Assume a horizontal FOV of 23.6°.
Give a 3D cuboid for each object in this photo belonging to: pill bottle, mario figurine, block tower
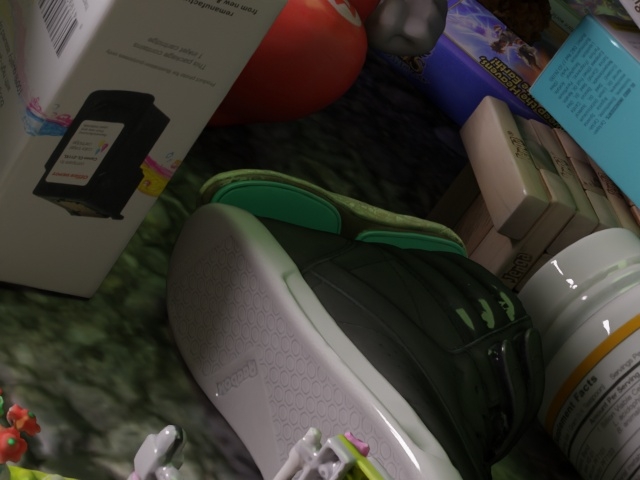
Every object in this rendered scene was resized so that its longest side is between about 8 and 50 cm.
[{"bbox_3d":[0.185,0.096,0.742,0.117,0.117,0.215,-1,45,-45],"label":"pill bottle"},{"bbox_3d":[-0.039,-0.195,0.882,0.198,0.170,0.320,-13,39,-13],"label":"mario figurine"},{"bbox_3d":[0.216,0.025,0.903,0.335,0.097,0.091,19,33,-27],"label":"block tower"}]

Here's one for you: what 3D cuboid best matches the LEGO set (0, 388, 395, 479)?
[{"bbox_3d":[-0.054,0.104,0.508,0.287,0.107,0.132,36,30,4],"label":"LEGO set"}]

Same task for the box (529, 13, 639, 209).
[{"bbox_3d":[0.230,-0.022,0.828,0.100,0.060,0.244,-5,48,-48],"label":"box"}]

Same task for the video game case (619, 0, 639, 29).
[{"bbox_3d":[0.167,-0.192,0.859,0.193,0.023,0.212,51,27,-13],"label":"video game case"}]

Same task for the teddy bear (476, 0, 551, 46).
[{"bbox_3d":[0.050,-0.243,0.861,0.338,0.113,0.245,36,14,-30],"label":"teddy bear"}]

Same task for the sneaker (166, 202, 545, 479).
[{"bbox_3d":[0.054,0.091,0.632,0.147,0.104,0.296,3,37,-34],"label":"sneaker"}]

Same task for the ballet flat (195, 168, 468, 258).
[{"bbox_3d":[0.000,0.000,0.782,0.168,0.057,0.052,17,6,-33],"label":"ballet flat"}]

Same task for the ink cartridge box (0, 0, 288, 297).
[{"bbox_3d":[-0.104,-0.082,0.662,0.072,0.175,0.127,14,36,-36],"label":"ink cartridge box"}]

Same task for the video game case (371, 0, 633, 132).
[{"bbox_3d":[0.136,-0.193,1.069,0.269,0.061,0.244,44,58,16],"label":"video game case"}]
